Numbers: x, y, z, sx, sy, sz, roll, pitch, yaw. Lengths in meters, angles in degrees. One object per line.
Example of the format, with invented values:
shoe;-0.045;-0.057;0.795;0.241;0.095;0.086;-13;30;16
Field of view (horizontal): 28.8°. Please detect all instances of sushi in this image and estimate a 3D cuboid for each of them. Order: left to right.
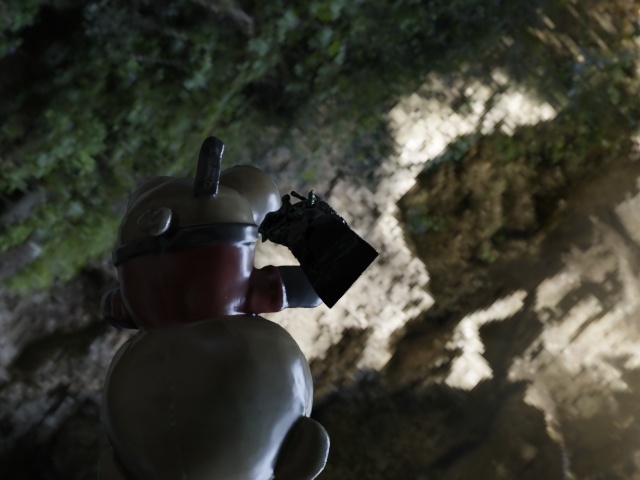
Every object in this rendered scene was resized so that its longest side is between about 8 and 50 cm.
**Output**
sushi;0.000;0.000;0.948;0.056;0.085;0.083;-48;176;9

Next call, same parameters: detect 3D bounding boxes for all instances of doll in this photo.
doll;-0.110;0.080;1.159;0.235;0.174;0.329;-9;-101;11
